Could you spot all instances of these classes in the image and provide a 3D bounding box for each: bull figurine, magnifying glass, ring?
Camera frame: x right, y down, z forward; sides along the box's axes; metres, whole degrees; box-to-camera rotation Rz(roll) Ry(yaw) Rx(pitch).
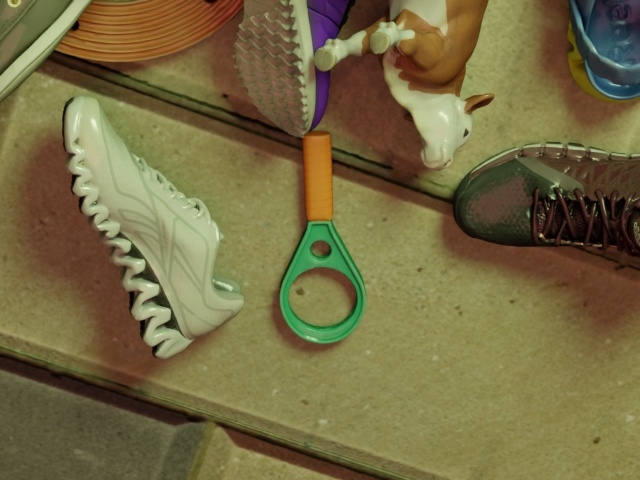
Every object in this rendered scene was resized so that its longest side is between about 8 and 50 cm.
[{"bbox_3d":[0.098,-0.219,1.212,0.101,0.188,0.310,20,106,35],"label":"bull figurine"},{"bbox_3d":[0.000,0.000,1.362,0.092,0.026,0.231,-1,110,2],"label":"magnifying glass"},{"bbox_3d":[-0.196,-0.335,1.236,0.336,0.032,0.336,1,111,2],"label":"ring"}]

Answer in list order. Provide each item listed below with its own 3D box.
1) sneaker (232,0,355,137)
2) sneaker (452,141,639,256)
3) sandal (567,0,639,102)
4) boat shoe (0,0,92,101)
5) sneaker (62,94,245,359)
[{"bbox_3d":[-0.001,-0.234,1.230,0.146,0.102,0.293,-33,140,-30],"label":"sneaker"},{"bbox_3d":[0.272,-0.029,1.270,0.281,0.162,0.106,-6,111,3],"label":"sneaker"},{"bbox_3d":[0.271,-0.267,1.195,0.126,0.138,0.317,-14,108,9],"label":"sandal"},{"bbox_3d":[-0.259,-0.227,1.207,0.091,0.109,0.305,43,100,-13],"label":"boat shoe"},{"bbox_3d":[-0.169,-0.023,1.322,0.118,0.110,0.292,-22,117,1],"label":"sneaker"}]
